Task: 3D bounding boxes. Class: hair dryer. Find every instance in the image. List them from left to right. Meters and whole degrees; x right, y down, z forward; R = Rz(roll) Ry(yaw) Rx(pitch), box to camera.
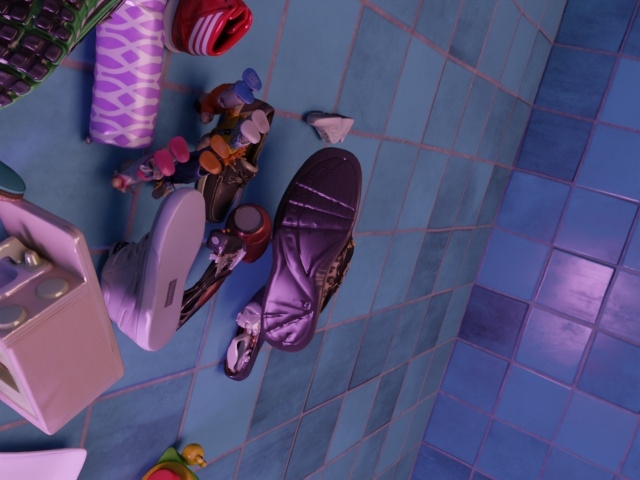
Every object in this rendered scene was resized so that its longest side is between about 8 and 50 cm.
[{"bbox_3d":[-0.170,0.031,1.111,0.223,0.080,0.293,-50,172,22],"label":"hair dryer"}]

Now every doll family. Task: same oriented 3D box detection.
[{"bbox_3d":[-0.174,-0.124,0.951,0.263,0.163,0.118,-50,115,-31],"label":"doll family"}]

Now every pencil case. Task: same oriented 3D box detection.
[{"bbox_3d":[-0.242,-0.216,0.835,0.088,0.086,0.206,-93,-165,-69],"label":"pencil case"}]

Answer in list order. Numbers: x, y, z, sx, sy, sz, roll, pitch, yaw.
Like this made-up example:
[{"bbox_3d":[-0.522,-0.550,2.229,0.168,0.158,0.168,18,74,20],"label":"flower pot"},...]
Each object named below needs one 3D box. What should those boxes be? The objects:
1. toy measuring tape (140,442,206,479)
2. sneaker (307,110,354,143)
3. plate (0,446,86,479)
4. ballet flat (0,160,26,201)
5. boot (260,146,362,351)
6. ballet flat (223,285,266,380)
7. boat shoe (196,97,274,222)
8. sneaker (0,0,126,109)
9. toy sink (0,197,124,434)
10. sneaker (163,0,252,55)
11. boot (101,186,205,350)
[{"bbox_3d":[-0.309,0.517,1.192,0.330,0.121,0.121,-53,149,-27],"label":"toy measuring tape"},{"bbox_3d":[0.020,-0.224,1.324,0.152,0.054,0.061,-7,118,-60],"label":"sneaker"},{"bbox_3d":[-0.476,0.403,0.888,0.278,0.045,0.277,33,79,-62],"label":"plate"},{"bbox_3d":[-0.402,-0.080,0.680,0.067,0.073,0.206,-40,148,4],"label":"ballet flat"},{"bbox_3d":[0.000,0.000,1.274,0.284,0.138,0.377,-45,148,-75],"label":"boot"},{"bbox_3d":[-0.142,0.185,1.307,0.074,0.074,0.203,12,101,-62],"label":"ballet flat"},{"bbox_3d":[-0.138,-0.128,1.086,0.080,0.073,0.223,10,101,-65],"label":"boat shoe"},{"bbox_3d":[-0.281,-0.245,0.691,0.343,0.134,0.146,-45,-171,-12],"label":"sneaker"},{"bbox_3d":[-0.350,0.087,0.778,0.131,0.153,0.234,-42,143,-40],"label":"toy sink"},{"bbox_3d":[-0.129,-0.351,0.888,0.087,0.128,0.221,-5,114,-60],"label":"sneaker"},{"bbox_3d":[-0.250,0.025,0.930,0.095,0.123,0.258,-23,137,-60],"label":"boot"}]
